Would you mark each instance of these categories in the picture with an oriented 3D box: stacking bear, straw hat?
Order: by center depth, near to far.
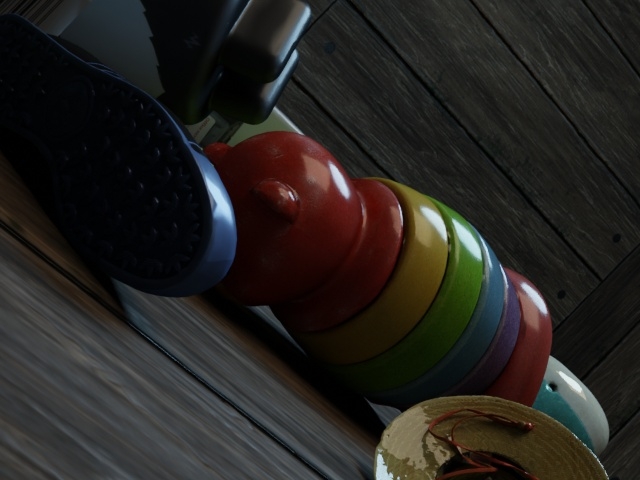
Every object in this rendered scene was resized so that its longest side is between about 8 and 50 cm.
[{"bbox_3d":[0.096,0.157,0.693,0.144,0.145,0.061,-133,-141,-52],"label":"straw hat"},{"bbox_3d":[0.027,0.028,0.845,0.289,0.164,0.175,37,7,-40],"label":"stacking bear"}]

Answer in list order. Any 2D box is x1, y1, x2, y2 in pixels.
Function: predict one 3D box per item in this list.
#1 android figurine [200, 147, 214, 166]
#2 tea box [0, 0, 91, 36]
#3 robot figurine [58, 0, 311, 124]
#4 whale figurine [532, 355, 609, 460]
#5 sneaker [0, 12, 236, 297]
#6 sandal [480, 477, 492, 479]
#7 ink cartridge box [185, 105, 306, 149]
[{"bbox_3d":[-0.059,-0.035,1.094,0.248,0.056,0.273,27,6,-4],"label":"android figurine"},{"bbox_3d":[-0.298,-0.339,0.798,0.329,0.220,0.323,42,4,-47],"label":"tea box"},{"bbox_3d":[-0.154,-0.206,1.044,0.278,0.209,0.173,25,16,2],"label":"robot figurine"},{"bbox_3d":[0.278,0.266,1.588,0.216,0.141,0.272,46,-22,24],"label":"whale figurine"},{"bbox_3d":[-0.101,-0.042,0.620,0.232,0.081,0.090,44,9,38],"label":"sneaker"},{"bbox_3d":[0.160,0.211,1.071,0.180,0.049,0.072,46,3,42],"label":"sandal"},{"bbox_3d":[-0.136,-0.147,1.362,0.306,0.131,0.226,43,2,5],"label":"ink cartridge box"}]
